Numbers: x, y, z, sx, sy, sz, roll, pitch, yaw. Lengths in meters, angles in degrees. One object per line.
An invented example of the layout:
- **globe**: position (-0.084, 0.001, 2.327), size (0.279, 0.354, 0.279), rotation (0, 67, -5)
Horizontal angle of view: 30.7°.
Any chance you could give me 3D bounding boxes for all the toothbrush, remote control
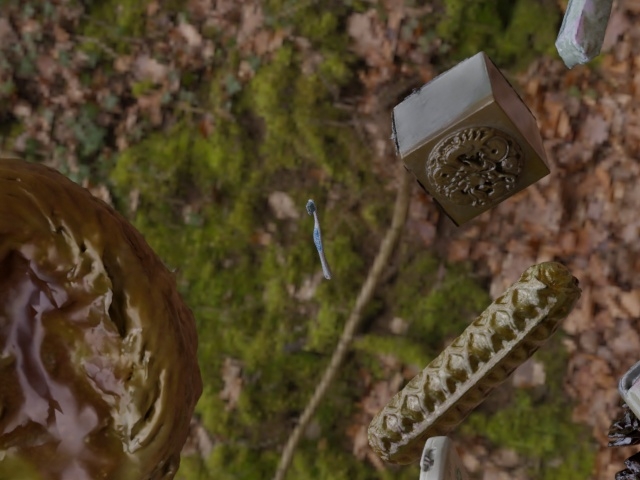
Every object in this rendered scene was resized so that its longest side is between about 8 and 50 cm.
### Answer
- **toothbrush**: position (0.000, 0.000, 1.701), size (0.017, 0.014, 0.162), rotation (-50, -36, -28)
- **remote control**: position (0.174, 0.341, 1.391), size (0.230, 0.049, 0.090), rotation (65, -153, -29)

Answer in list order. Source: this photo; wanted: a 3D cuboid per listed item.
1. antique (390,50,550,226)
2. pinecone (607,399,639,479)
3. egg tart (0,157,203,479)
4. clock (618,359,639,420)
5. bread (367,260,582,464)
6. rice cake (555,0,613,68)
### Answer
- **antique**: position (0.190, -0.124, 1.490), size (0.152, 0.146, 0.148), rotation (-32, 35, 21)
- **pinecone**: position (0.514, 0.252, 1.488), size (0.242, 0.298, 0.296), rotation (45, 109, 39)
- **egg tart**: position (-0.262, 0.097, 0.835), size (0.150, 0.352, 0.352), rotation (-129, 47, -68)
- **clock**: position (0.324, 0.094, 0.828), size (0.192, 0.147, 0.071), rotation (-41, 44, 7)
- **bread**: position (0.196, 0.165, 1.520), size (0.367, 0.084, 0.077), rotation (-48, 44, 20)
- **rice cake**: position (0.240, -0.250, 1.002), size (0.043, 0.034, 0.211), rotation (148, 137, -74)
